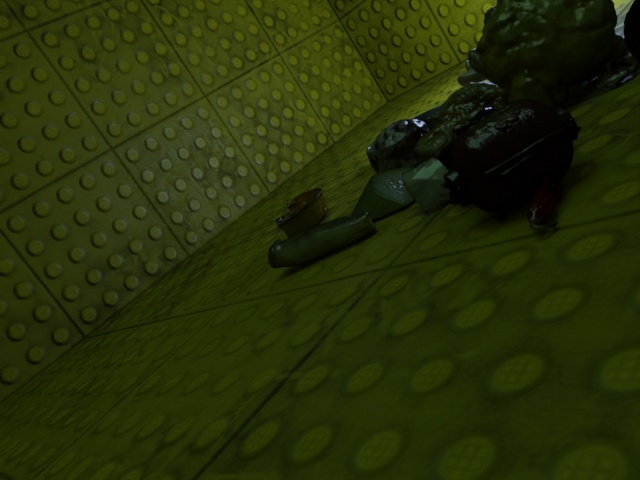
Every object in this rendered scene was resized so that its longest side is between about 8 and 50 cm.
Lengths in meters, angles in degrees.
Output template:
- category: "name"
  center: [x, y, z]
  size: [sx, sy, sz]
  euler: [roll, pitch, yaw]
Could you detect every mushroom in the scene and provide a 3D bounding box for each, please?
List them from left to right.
- category: "mushroom"
  center: [0.001, -0.002, 1.608]
  size: [0.333, 0.087, 0.107]
  euler: [-22, 20, 28]

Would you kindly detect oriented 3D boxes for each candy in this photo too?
- category: "candy"
  center: [0.253, -0.300, 1.938]
  size: [0.214, 0.157, 0.289]
  euler: [-27, 13, 7]

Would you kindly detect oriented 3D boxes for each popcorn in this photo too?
- category: "popcorn"
  center: [0.572, -0.504, 1.533]
  size: [0.334, 0.294, 0.292]
  euler: [-48, 28, 22]

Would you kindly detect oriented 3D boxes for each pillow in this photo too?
- category: "pillow"
  center: [0.308, -0.164, 1.400]
  size: [0.229, 0.128, 0.051]
  euler: [-31, -29, 9]

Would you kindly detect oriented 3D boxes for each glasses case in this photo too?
- category: "glasses case"
  center: [0.346, -0.423, 2.361]
  size: [0.323, 0.074, 0.131]
  euler: [-19, 18, 47]

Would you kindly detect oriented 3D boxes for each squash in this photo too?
- category: "squash"
  center: [0.187, -0.107, 1.696]
  size: [0.204, 0.154, 0.237]
  euler: [13, 31, 20]

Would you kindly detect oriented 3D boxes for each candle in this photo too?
- category: "candle"
  center: [0.369, -0.053, 0.993]
  size: [0.162, 0.048, 0.053]
  euler: [-45, -12, -48]

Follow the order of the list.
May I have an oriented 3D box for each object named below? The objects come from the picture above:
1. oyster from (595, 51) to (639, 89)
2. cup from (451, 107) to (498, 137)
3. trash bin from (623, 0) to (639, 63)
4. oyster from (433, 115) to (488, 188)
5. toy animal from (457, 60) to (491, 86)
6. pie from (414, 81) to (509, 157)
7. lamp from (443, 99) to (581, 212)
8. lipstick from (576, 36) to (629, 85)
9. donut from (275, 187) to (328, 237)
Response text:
- category: "oyster"
  center: [0.752, -0.422, 1.445]
  size: [0.200, 0.061, 0.106]
  euler: [-33, 30, 15]
- category: "cup"
  center: [0.391, -0.252, 1.513]
  size: [0.150, 0.113, 0.138]
  euler: [-18, 18, 46]
- category: "trash bin"
  center: [0.785, -0.503, 1.283]
  size: [0.252, 0.202, 0.301]
  euler: [22, 48, 30]
- category: "oyster"
  center: [0.371, -0.186, 1.259]
  size: [0.271, 0.100, 0.275]
  euler: [-34, -20, 27]
- category: "toy animal"
  center: [0.618, -0.577, 1.886]
  size: [0.368, 0.241, 0.196]
  euler: [-24, 14, 36]
- category: "pie"
  center: [0.421, -0.344, 1.720]
  size: [0.338, 0.075, 0.337]
  euler: [-26, 32, 18]
- category: "lamp"
  center: [0.344, -0.151, 1.105]
  size: [0.258, 0.180, 0.180]
  euler: [-32, 12, 2]
- category: "lipstick"
  center: [0.744, -0.469, 1.599]
  size: [0.186, 0.057, 0.063]
  euler: [-33, 13, 13]
- category: "donut"
  center: [-0.044, -0.105, 2.066]
  size: [0.152, 0.101, 0.259]
  euler: [-27, 13, 22]
